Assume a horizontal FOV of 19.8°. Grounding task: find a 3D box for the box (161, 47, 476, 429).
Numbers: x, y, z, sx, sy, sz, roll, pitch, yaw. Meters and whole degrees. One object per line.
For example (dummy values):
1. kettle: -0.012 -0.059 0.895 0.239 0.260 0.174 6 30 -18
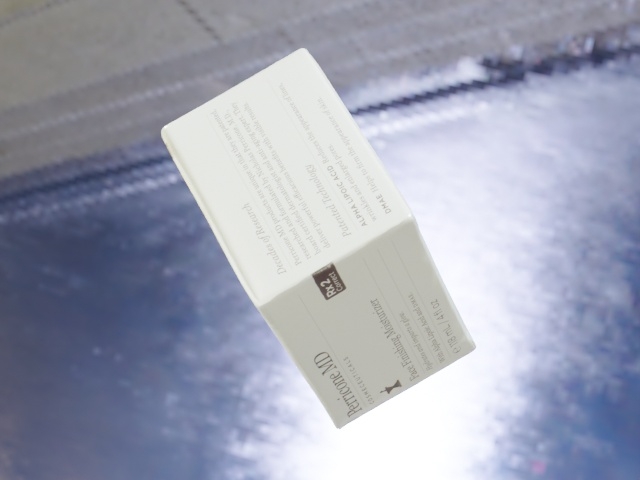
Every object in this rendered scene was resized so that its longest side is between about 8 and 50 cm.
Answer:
1. box: 0.000 0.000 1.272 0.119 0.182 0.181 -30 143 0
